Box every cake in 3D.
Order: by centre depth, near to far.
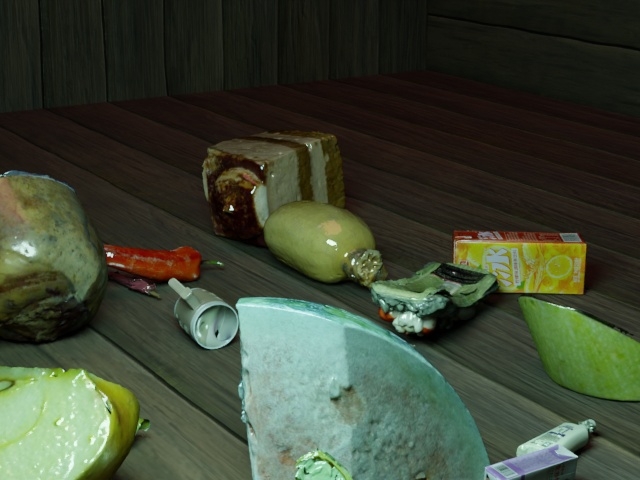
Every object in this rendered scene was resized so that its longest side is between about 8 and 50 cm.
[{"bbox_3d":[-0.110,-0.095,2.487,0.199,0.196,0.293,13,25,40],"label":"cake"}]

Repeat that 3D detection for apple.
[{"bbox_3d":[-0.374,0.222,1.432,0.346,0.179,0.254,3,4,15],"label":"apple"}]

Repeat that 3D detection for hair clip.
[{"bbox_3d":[0.178,0.097,2.018,0.138,0.091,0.321,9,9,25],"label":"hair clip"}]

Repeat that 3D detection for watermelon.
[{"bbox_3d":[0.007,0.214,1.475,0.387,0.258,0.228,39,-18,-24],"label":"watermelon"}]

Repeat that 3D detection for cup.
[{"bbox_3d":[-0.190,0.113,1.955,0.102,0.074,0.099,23,2,-29],"label":"cup"}]

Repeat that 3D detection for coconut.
[{"bbox_3d":[-0.010,0.306,1.339,0.133,0.055,0.158,38,50,20],"label":"coconut"}]

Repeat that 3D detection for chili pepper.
[{"bbox_3d":[-0.280,0.039,2.198,0.272,0.063,0.071,5,6,-39],"label":"chili pepper"}]

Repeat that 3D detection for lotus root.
[{"bbox_3d":[-0.445,0.048,1.926,0.272,0.272,0.192,-11,54,-33],"label":"lotus root"},{"bbox_3d":[0.002,-0.002,2.262,0.146,0.131,0.303,-13,21,-34],"label":"lotus root"}]

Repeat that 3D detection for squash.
[{"bbox_3d":[0.391,0.134,1.786,0.237,0.155,0.204,14,23,42],"label":"squash"}]

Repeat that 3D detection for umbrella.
[{"bbox_3d":[-0.320,0.074,2.192,0.027,0.025,0.165,-37,33,-29],"label":"umbrella"}]

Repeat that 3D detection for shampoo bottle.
[{"bbox_3d":[0.303,0.250,1.592,0.049,0.034,0.141,6,16,42],"label":"shampoo bottle"}]

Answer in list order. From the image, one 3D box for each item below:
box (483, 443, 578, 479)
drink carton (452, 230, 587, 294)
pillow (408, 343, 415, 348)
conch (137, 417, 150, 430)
[{"bbox_3d":[0.241,0.275,1.477,0.117,0.050,0.036,-9,26,-32],"label":"box"},{"bbox_3d":[0.338,0.038,2.197,0.223,0.096,0.071,1,17,1],"label":"drink carton"},{"bbox_3d":[0.043,0.187,1.724,0.181,0.078,0.134,-1,17,-1],"label":"pillow"},{"bbox_3d":[-0.325,0.225,1.614,0.201,0.079,0.095,15,39,18],"label":"conch"}]
